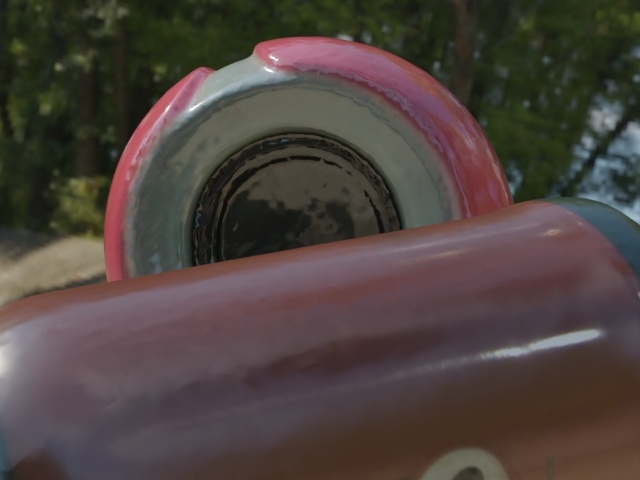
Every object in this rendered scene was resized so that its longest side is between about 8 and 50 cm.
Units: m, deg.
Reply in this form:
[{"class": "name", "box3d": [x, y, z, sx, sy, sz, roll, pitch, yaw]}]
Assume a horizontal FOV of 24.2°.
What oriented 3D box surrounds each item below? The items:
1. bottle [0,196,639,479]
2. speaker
[{"class": "bottle", "box3d": [-0.031, 0.073, 0.518, 0.336, 0.144, 0.144, -8, 7, -27]}, {"class": "speaker", "box3d": [0.000, 0.000, 1.063, 0.294, 0.294, 0.294, 13, -4, 1]}]
